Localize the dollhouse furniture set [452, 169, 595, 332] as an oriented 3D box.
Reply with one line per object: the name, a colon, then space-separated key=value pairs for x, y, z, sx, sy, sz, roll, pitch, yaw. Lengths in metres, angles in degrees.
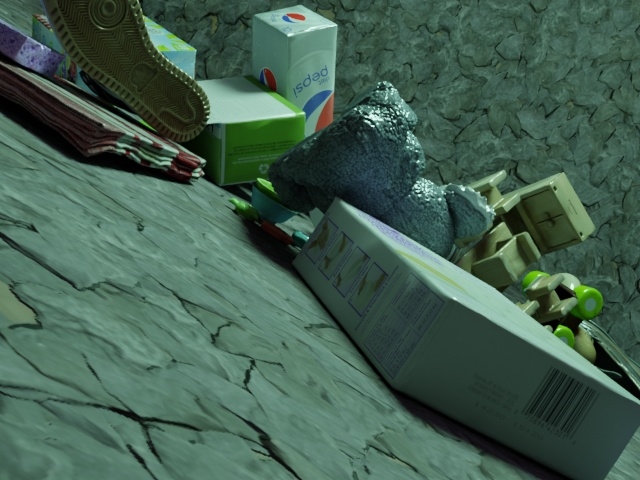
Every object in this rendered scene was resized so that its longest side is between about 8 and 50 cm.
dollhouse furniture set: x=0.249 y=0.019 z=1.492 sx=0.161 sy=0.242 sz=0.212 roll=-23 pitch=-80 yaw=49

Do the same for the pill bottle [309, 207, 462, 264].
pill bottle: x=0.097 y=-0.031 z=1.524 sx=0.153 sy=0.153 sz=0.264 roll=35 pitch=7 yaw=28

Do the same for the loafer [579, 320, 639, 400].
loafer: x=0.473 y=0.204 z=1.836 sx=0.267 sy=0.096 sz=0.084 roll=37 pitch=13 yaw=22

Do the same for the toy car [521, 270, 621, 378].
toy car: x=0.407 y=0.158 z=1.704 sx=0.188 sy=0.149 sz=0.155 roll=42 pitch=-8 yaw=-24

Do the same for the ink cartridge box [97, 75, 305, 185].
ink cartridge box: x=-0.175 y=-0.149 z=1.466 sx=0.255 sy=0.097 sz=0.189 roll=-11 pitch=28 yaw=-26

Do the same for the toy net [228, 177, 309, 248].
toy net: x=0.000 y=0.000 z=1.306 sx=0.232 sy=0.045 sz=0.122 roll=33 pitch=6 yaw=9

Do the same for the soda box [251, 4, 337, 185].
soda box: x=-0.042 y=-0.199 z=1.591 sx=0.091 sy=0.286 sz=0.098 roll=-19 pitch=38 yaw=-30

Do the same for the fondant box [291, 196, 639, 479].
fondant box: x=0.130 y=0.088 z=1.040 sx=0.238 sy=0.096 sz=0.330 roll=29 pitch=6 yaw=-23

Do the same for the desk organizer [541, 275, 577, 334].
desk organizer: x=0.323 y=0.121 z=1.552 sx=0.047 sy=0.130 sz=0.050 roll=33 pitch=8 yaw=4

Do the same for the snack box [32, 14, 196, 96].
snack box: x=-0.296 y=-0.265 z=1.497 sx=0.174 sy=0.070 sz=0.207 roll=-6 pitch=28 yaw=-29

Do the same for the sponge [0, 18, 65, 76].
sponge: x=-0.381 y=-0.241 z=1.111 sx=0.210 sy=0.031 sz=0.117 roll=30 pitch=4 yaw=5

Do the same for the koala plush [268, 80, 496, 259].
koala plush: x=0.077 y=-0.050 z=1.228 sx=0.221 sy=0.196 sz=0.203 roll=53 pitch=-3 yaw=-8

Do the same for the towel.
towel: x=-0.272 y=-0.144 z=1.161 sx=0.237 sy=0.037 sz=0.329 roll=31 pitch=4 yaw=12

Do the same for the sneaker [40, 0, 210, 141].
sneaker: x=-0.252 y=-0.233 z=1.226 sx=0.153 sy=0.099 sz=0.282 roll=36 pitch=-10 yaw=43
